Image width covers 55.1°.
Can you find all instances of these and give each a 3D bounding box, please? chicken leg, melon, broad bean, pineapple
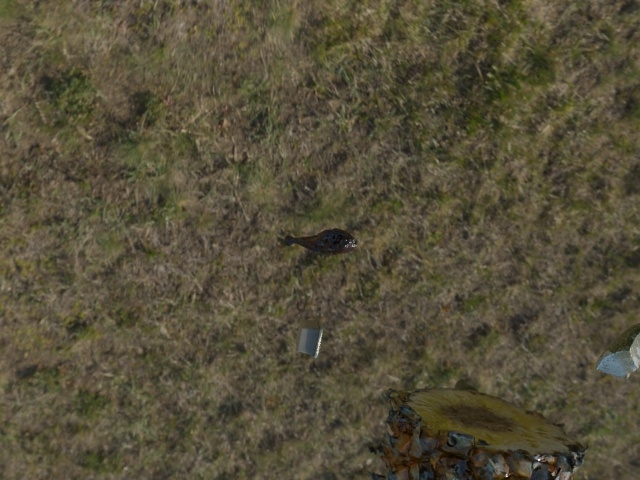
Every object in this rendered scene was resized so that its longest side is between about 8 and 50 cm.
[{"bbox_3d":[0.006,0.002,1.377,0.090,0.219,0.048,27,74,-31],"label":"chicken leg"},{"bbox_3d":[0.858,0.302,1.701,0.202,0.093,0.139,-49,154,6],"label":"melon"},{"bbox_3d":[0.332,0.366,1.349,0.060,0.297,0.043,-8,97,10],"label":"broad bean"},{"bbox_3d":[0.234,0.411,0.991,0.353,0.352,0.299,16,89,-17],"label":"pineapple"}]

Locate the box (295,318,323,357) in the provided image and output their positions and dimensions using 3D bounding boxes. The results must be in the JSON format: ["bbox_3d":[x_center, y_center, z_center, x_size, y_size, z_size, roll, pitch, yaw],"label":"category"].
[{"bbox_3d":[-0.032,0.265,1.695,0.062,0.122,0.089,11,95,-3],"label":"box"}]
